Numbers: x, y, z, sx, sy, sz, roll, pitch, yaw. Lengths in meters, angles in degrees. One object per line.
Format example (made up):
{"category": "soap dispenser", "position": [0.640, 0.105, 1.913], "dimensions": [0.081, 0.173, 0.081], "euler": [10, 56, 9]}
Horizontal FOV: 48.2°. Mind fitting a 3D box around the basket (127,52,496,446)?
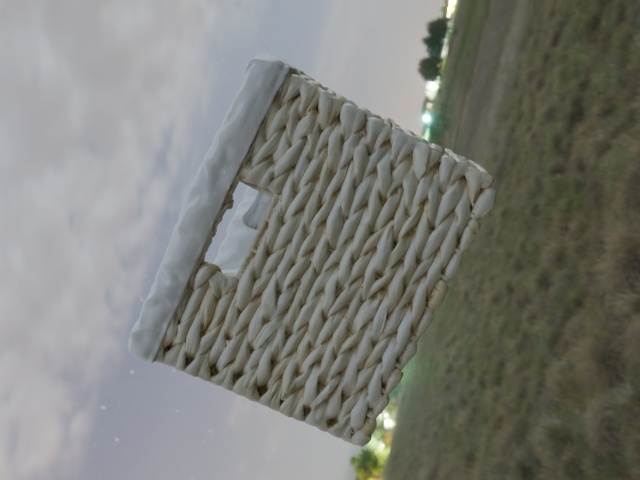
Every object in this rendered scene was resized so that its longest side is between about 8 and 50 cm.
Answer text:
{"category": "basket", "position": [0.000, 0.000, 0.826], "dimensions": [0.329, 0.266, 0.331], "euler": [-64, 0, 10]}
